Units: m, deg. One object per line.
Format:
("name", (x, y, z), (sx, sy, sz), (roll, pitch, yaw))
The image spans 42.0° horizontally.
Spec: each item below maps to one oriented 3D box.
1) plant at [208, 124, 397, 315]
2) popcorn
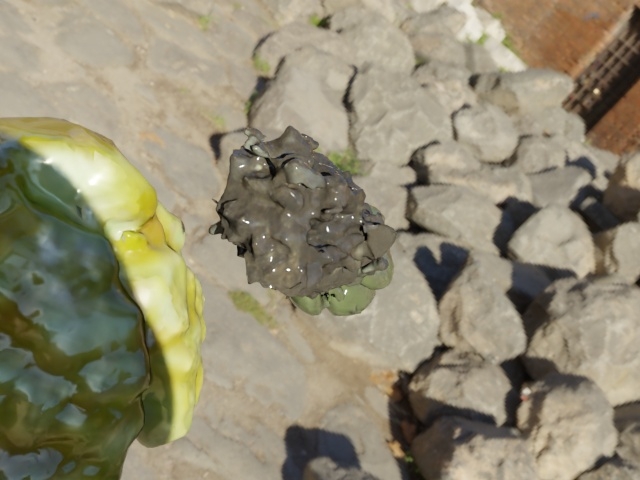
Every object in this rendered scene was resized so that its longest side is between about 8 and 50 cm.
("plant", (0.000, 0.000, 0.431), (0.174, 0.087, 0.085), (54, 30, -69))
("popcorn", (-0.242, 0.046, 0.530), (0.335, 0.274, 0.279), (3, 29, -7))
